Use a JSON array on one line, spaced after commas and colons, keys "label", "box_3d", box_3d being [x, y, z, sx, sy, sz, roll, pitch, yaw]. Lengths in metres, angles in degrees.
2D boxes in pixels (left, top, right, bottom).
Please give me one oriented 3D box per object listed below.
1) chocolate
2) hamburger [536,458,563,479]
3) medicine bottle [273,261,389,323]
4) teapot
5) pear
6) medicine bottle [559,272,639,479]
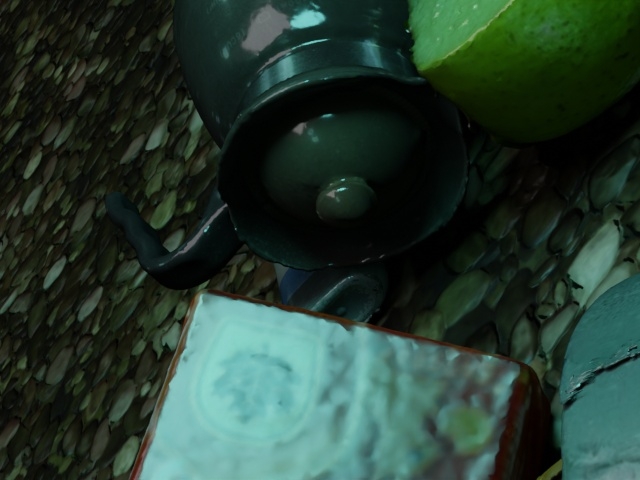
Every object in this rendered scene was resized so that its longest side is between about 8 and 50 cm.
[{"label": "chocolate", "box_3d": [0.001, 0.157, 1.039, 0.108, 0.237, 0.234, 85, -159, -62]}, {"label": "hamburger", "box_3d": [0.168, 0.189, 0.873, 0.214, 0.108, 0.213, -37, 38, 37]}, {"label": "medicine bottle", "box_3d": [0.000, 0.000, 1.399, 0.090, 0.054, 0.208, -45, 30, 17]}, {"label": "teapot", "box_3d": [-0.030, -0.097, 1.304, 0.305, 0.223, 0.285, -12, 40, 2]}, {"label": "pear", "box_3d": [0.181, -0.219, 1.220, 0.292, 0.159, 0.292, -36, 37, 34]}, {"label": "medicine bottle", "box_3d": [0.271, 0.079, 0.653, 0.290, 0.245, 0.245, -26, 40, 38]}]
